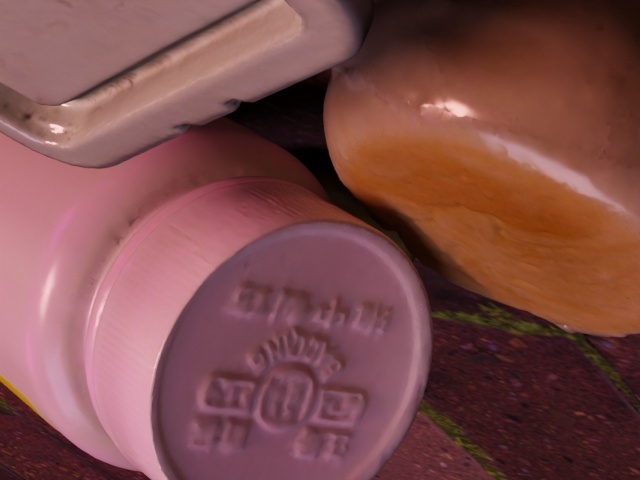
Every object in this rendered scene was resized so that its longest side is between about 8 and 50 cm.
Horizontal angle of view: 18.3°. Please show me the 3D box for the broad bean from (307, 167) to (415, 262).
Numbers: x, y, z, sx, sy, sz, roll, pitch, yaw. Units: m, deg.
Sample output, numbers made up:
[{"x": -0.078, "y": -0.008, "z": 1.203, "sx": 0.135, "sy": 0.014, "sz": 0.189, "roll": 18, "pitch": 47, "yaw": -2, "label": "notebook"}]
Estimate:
[{"x": 0.000, "y": 0.000, "z": 1.409, "sx": 0.124, "sy": 0.082, "sz": 0.174, "roll": 23, "pitch": 150, "yaw": -5, "label": "broad bean"}]

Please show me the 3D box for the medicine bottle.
[{"x": -0.113, "y": 0.015, "z": 1.204, "sx": 0.213, "sy": 0.213, "sz": 0.379, "roll": 37, "pitch": 175, "yaw": -38, "label": "medicine bottle"}]

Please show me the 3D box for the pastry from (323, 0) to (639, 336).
[{"x": 0.119, "y": -0.051, "z": 1.055, "sx": 0.265, "sy": 0.133, "sz": 0.265, "roll": 20, "pitch": 161, "yaw": 7, "label": "pastry"}]

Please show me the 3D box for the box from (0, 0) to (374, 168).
[{"x": -0.085, "y": -0.168, "z": 0.886, "sx": 0.175, "sy": 0.182, "sz": 0.312, "roll": 29, "pitch": 160, "yaw": -23, "label": "box"}]
